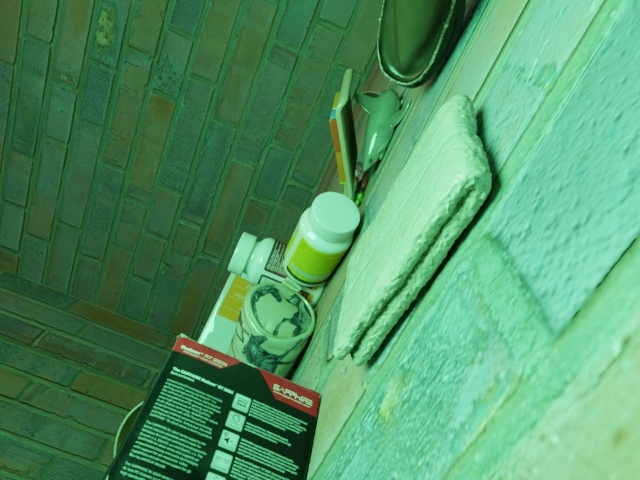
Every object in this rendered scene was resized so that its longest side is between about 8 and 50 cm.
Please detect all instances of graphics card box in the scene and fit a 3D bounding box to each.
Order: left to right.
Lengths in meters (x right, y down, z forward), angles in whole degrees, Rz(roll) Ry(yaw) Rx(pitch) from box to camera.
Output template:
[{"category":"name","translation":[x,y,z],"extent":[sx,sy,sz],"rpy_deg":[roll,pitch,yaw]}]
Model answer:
[{"category":"graphics card box","translation":[-0.143,0.313,0.583],"extent":[0.094,0.232,0.371],"rpy_deg":[-58,11,35]}]

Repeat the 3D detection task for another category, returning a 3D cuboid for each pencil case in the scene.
[{"category":"pencil case","translation":[-0.147,0.278,1.113],"extent":[0.184,0.159,0.411],"rpy_deg":[-82,15,-56]}]

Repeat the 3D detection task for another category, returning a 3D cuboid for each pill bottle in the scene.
[{"category":"pill bottle","translation":[-0.098,0.067,1.158],"extent":[0.121,0.221,0.121],"rpy_deg":[-157,90,-84]},{"category":"pill bottle","translation":[0.000,0.000,1.029],"extent":[0.209,0.119,0.119],"rpy_deg":[120,171,-52]}]

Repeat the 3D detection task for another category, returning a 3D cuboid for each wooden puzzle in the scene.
[{"category":"wooden puzzle","translation":[0.055,-0.239,1.106],"extent":[0.221,0.044,0.239],"rpy_deg":[-79,-14,-53]}]

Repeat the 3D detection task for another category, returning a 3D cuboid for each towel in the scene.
[{"category":"towel","translation":[0.094,-0.005,0.542],"extent":[0.187,0.049,0.282],"rpy_deg":[-77,12,-52]}]

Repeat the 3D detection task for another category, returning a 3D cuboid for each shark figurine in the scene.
[{"category":"shark figurine","translation":[0.124,-0.304,1.101],"extent":[0.278,0.116,0.166],"rpy_deg":[-76,11,-45]}]

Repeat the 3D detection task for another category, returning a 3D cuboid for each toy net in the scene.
[{"category":"toy net","translation":[0.079,-0.139,1.201],"extent":[0.122,0.045,0.232],"rpy_deg":[118,172,-45]}]

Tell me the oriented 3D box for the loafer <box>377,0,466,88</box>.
[{"category":"loafer","translation":[0.146,-0.387,0.721],"extent":[0.130,0.133,0.366],"rpy_deg":[-42,-25,-35]}]

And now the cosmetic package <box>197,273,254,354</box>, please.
[{"category":"cosmetic package","translation":[-0.246,0.334,1.389],"extent":[0.161,0.229,0.454],"rpy_deg":[132,162,-71]}]

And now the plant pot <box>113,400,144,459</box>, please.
[{"category":"plant pot","translation":[-0.226,0.408,0.970],"extent":[0.284,0.284,0.191],"rpy_deg":[-66,-13,11]}]
